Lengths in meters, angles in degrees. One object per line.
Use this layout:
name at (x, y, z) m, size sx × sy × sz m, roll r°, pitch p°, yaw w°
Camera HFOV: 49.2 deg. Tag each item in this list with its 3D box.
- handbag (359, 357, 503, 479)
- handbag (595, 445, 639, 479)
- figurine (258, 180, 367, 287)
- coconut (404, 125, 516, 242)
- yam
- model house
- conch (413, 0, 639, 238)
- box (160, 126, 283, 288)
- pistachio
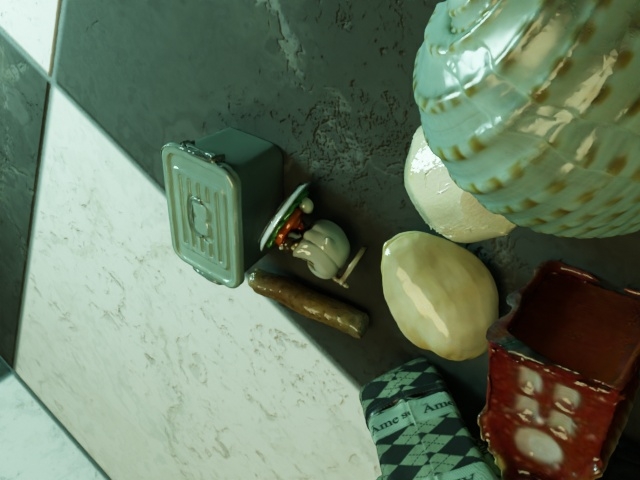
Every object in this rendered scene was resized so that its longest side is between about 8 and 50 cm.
handbag at (0.196, 0.406, 0.985) m, size 0.180 × 0.416 × 0.317 m, roll -22°, pitch 113°, yaw 2°
handbag at (0.416, 0.378, 0.898) m, size 0.254 × 0.181 × 0.181 m, roll 8°, pitch 124°, yaw 38°
figurine at (0.000, 0.000, 1.075) m, size 0.153 × 0.132 × 0.132 m, roll 35°, pitch 137°, yaw 1°
coconut at (0.188, -0.079, 0.805) m, size 0.162 × 0.161 × 0.161 m, roll -15°, pitch 106°, yaw 54°
yam at (-0.024, 0.106, 1.200) m, size 0.241 × 0.057 × 0.057 m, roll 22°, pitch 130°, yaw 28°
model house at (0.301, 0.189, 0.864) m, size 0.160 × 0.196 × 0.254 m, roll 16°, pitch 128°, yaw 31°
conch at (0.221, -0.131, 0.593) m, size 0.319 × 0.215 × 0.303 m, roll 43°, pitch 120°, yaw 4°
box at (-0.150, -0.063, 1.140) m, size 0.163 × 0.135 × 0.243 m, roll 25°, pitch 132°, yaw 29°
pistachio at (0.167, 0.072, 0.971) m, size 0.145 × 0.117 × 0.201 m, roll -33°, pitch 85°, yaw 10°
